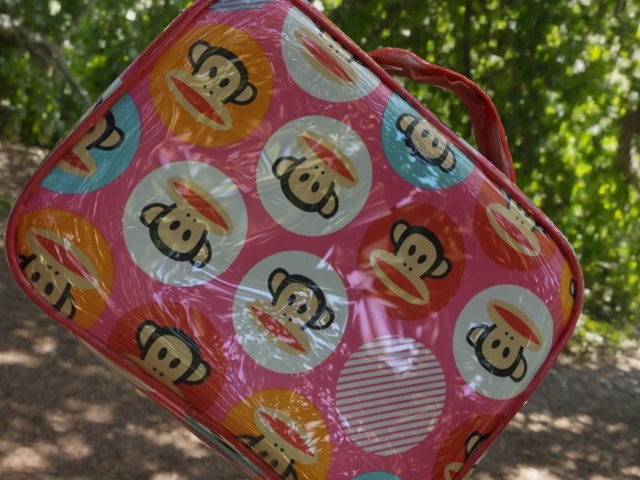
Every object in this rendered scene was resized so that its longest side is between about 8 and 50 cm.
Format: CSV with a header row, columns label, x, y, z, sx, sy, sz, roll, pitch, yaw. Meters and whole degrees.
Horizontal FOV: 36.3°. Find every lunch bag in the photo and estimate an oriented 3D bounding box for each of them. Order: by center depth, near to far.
label,x,y,z,sx,sy,sz,roll,pitch,yaw
lunch bag,0.000,0.000,0.555,0.293,0.258,0.120,43,-12,-11
